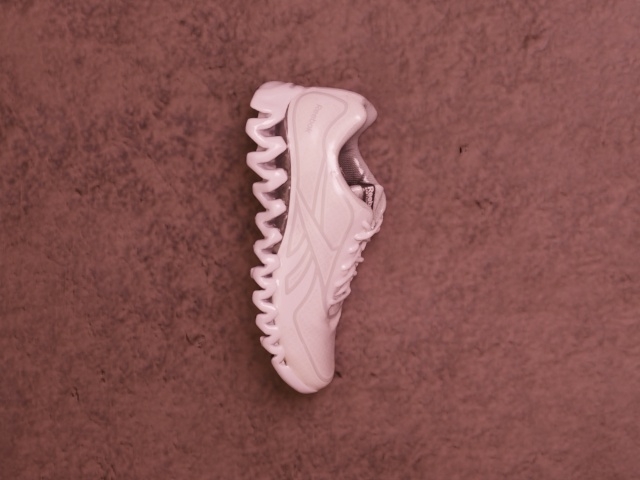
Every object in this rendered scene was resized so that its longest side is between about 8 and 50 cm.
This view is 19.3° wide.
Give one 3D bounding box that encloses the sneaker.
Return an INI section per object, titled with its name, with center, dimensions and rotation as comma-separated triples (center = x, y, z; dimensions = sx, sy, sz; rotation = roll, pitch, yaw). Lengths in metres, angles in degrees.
[sneaker]
center = 0.000, 0.000, 1.726
dimensions = 0.118, 0.110, 0.292
rotation = 0, 102, 13
